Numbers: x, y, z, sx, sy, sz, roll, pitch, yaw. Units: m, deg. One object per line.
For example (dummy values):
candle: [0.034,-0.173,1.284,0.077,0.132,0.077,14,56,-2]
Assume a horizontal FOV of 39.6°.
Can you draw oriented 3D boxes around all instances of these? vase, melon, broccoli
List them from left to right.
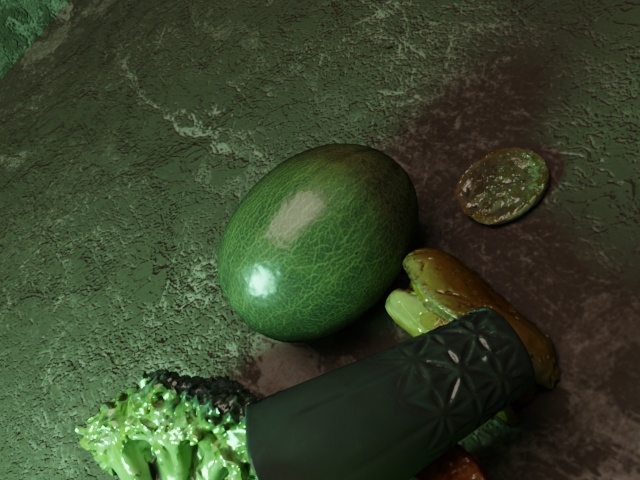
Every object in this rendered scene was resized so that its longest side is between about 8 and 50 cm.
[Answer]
broccoli: [-0.206,0.344,1.134,0.397,0.275,0.353,-54,14,0]
melon: [0.000,0.000,1.236,0.301,0.237,0.237,-44,43,3]
vase: [0.068,0.179,0.934,0.300,0.156,0.251,-27,12,-10]

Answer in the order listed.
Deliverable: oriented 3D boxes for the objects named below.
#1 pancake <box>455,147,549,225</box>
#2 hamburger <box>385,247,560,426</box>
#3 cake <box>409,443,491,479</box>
pancake: [0.256,-0.078,1.258,0.139,0.022,0.139,-19,49,23]
hamburger: [0.175,0.096,1.109,0.124,0.131,0.262,-46,48,-1]
cake: [0.098,0.354,0.949,0.177,0.151,0.283,26,67,38]
